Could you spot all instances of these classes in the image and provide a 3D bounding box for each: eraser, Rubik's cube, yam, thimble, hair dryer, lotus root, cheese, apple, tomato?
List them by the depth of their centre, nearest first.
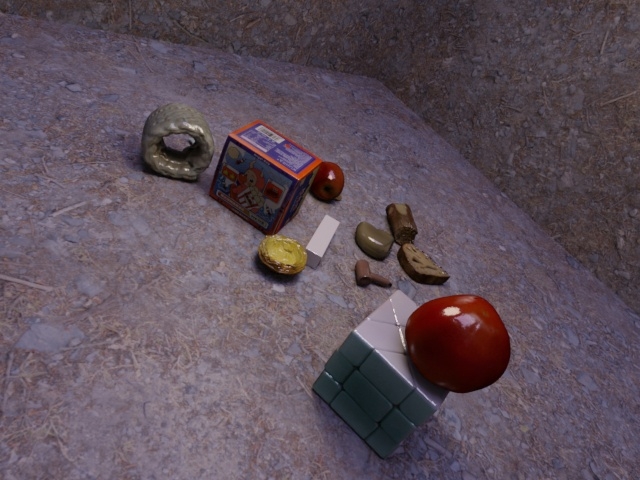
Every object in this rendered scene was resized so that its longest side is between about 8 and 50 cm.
[{"bbox_3d":[0.388,0.270,1.289,0.298,0.226,0.299,22,35,-16],"label":"tomato"},{"bbox_3d":[0.224,0.409,1.467,0.321,0.316,0.318,40,37,17],"label":"Rubik's cube"},{"bbox_3d":[-0.590,-0.409,1.949,0.291,0.292,0.195,9,39,-26],"label":"thimble"},{"bbox_3d":[0.233,0.159,2.004,0.181,0.064,0.117,24,33,-21],"label":"hair dryer"},{"bbox_3d":[0.001,0.000,2.013,0.078,0.076,0.298,29,36,0],"label":"eraser"},{"bbox_3d":[0.248,-0.007,2.182,0.202,0.091,0.175,39,35,12],"label":"cheese"},{"bbox_3d":[0.470,0.121,2.194,0.261,0.075,0.170,45,39,19],"label":"lotus root"},{"bbox_3d":[0.029,-0.298,2.314,0.180,0.181,0.169,20,43,-13],"label":"apple"},{"bbox_3d":[0.416,-0.088,2.372,0.128,0.129,0.238,51,22,-35],"label":"yam"}]

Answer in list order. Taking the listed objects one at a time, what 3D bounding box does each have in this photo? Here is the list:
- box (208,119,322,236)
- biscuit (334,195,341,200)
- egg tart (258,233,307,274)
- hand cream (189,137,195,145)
[{"bbox_3d":[-0.235,-0.264,1.965,0.348,0.319,0.257,34,35,5],"label":"box"},{"bbox_3d":[0.062,-0.257,2.419,0.071,0.018,0.147,1,43,-35],"label":"biscuit"},{"bbox_3d":[-0.152,0.064,1.819,0.212,0.090,0.213,21,36,-16],"label":"egg tart"},{"bbox_3d":[-0.556,-0.420,2.169,0.078,0.050,0.205,2,40,-33],"label":"hand cream"}]
